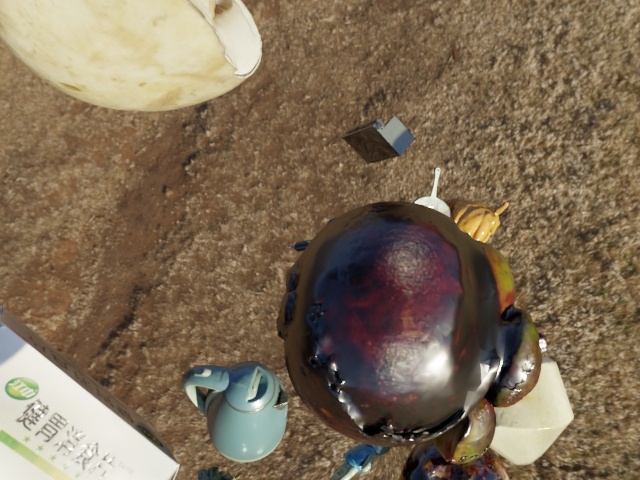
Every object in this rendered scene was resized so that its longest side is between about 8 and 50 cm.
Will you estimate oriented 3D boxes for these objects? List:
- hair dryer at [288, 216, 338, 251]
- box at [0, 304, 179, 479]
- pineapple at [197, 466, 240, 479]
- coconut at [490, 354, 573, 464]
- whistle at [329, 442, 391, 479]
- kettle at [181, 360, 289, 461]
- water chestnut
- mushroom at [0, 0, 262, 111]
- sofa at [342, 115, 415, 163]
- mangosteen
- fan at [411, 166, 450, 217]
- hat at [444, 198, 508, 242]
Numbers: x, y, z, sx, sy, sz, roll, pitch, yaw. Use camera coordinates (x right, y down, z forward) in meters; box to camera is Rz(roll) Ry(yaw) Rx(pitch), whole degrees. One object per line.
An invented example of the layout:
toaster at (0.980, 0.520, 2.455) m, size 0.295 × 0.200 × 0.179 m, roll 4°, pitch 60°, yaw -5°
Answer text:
hair dryer at (0.000, 0.000, 1.410) m, size 0.218 × 0.124 × 0.072 m, roll -10°, pitch 56°, yaw 24°
box at (-0.368, 0.257, 0.653) m, size 0.145 × 0.173 × 0.333 m, roll -48°, pitch 114°, yaw -22°
pineapple at (-0.283, 0.764, 1.307) m, size 0.262 × 0.263 × 0.272 m, roll -27°, pitch 32°, yaw -3°
coconut at (0.385, 0.327, 0.946) m, size 0.202 × 0.202 × 0.222 m, roll -11°, pitch 76°, yaw 4°
whistle at (0.119, 0.591, 1.316) m, size 0.235 × 0.114 × 0.077 m, roll -31°, pitch 104°, yaw -27°
kettle at (-0.249, 0.465, 1.381) m, size 0.319 × 0.342 × 0.247 m, roll 12°, pitch 51°, yaw 1°
water chestnut at (0.349, 0.682, 1.225) m, size 0.334 × 0.347 × 0.336 m, roll 0°, pitch 88°, yaw 3°
mushroom at (-0.187, -0.222, 0.426) m, size 0.188 × 0.253 × 0.195 m, roll -21°, pitch 75°, yaw 12°
sofa at (0.112, -0.204, 0.920) m, size 0.085 × 0.147 × 0.060 m, roll 41°, pitch 80°, yaw -16°
mangosteen at (0.132, 0.148, 0.774) m, size 0.421 × 0.381 × 0.381 m, roll 34°, pitch 73°, yaw -22°
fan at (0.333, -0.106, 1.416) m, size 0.152 × 0.008 × 0.227 m, roll 9°, pitch 96°, yaw -17°
hat at (0.476, -0.053, 1.470) m, size 0.233 × 0.244 × 0.234 m, roll -35°, pitch 87°, yaw 30°
